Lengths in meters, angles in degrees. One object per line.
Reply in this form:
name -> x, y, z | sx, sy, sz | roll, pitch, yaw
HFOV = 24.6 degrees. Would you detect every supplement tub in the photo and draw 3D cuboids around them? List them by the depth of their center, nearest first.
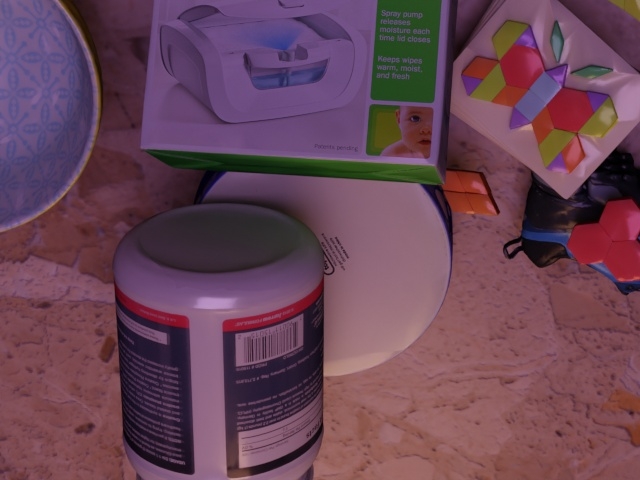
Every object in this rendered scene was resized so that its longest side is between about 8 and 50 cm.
supplement tub -> -0.091, 0.119, 1.360 | 0.191, 0.191, 0.272 | 2, 115, 2

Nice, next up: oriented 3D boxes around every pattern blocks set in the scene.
pattern blocks set -> 0.208, -0.138, 1.368 | 0.325, 0.026, 0.285 | 29, 110, 13

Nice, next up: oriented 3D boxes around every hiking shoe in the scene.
hiking shoe -> 0.345, -0.004, 1.453 | 0.304, 0.113, 0.132 | 18, 120, 6

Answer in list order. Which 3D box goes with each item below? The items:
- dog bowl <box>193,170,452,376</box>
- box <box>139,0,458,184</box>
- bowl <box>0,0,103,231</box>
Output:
dog bowl -> 0.000, 0.000, 1.464 | 0.265, 0.104, 0.265 | 1, 115, 2
box -> -0.012, -0.176, 1.313 | 0.262, 0.127, 0.231 | 5, 86, 8
bowl -> -0.335, -0.165, 1.375 | 0.289, 0.156, 0.289 | 1, 116, 3
